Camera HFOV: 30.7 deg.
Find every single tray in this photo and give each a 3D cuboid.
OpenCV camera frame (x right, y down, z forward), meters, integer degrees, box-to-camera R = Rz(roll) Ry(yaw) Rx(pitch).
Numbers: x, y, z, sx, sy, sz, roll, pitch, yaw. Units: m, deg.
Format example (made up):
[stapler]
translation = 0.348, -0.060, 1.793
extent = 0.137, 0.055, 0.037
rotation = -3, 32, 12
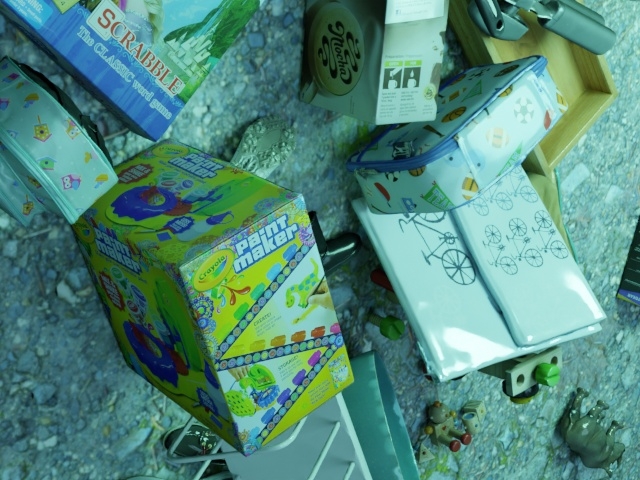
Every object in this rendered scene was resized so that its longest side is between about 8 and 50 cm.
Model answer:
[tray]
translation = 0.324, -0.317, 1.823
extent = 0.203, 0.076, 0.411
rotation = -47, 129, -16

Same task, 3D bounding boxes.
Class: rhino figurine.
[rhino figurine]
translation = 0.539, 0.390, 2.278
extent = 0.106, 0.073, 0.243
rotation = -55, 133, -14

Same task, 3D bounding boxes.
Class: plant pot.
[plant pot]
translation = 0.029, 0.326, 1.721
extent = 0.195, 0.290, 0.290
rotation = -17, 123, 6

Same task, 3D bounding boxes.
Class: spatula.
[spatula]
translation = 0.186, -0.384, 1.484
extent = 0.084, 0.030, 0.296
rotation = -46, 131, -23

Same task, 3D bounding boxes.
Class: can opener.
[can opener]
translation = 0.326, -0.329, 1.739
extent = 0.283, 0.076, 0.095
rotation = 14, 129, -43

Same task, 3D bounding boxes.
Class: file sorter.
[file sorter]
translation = -0.053, 0.337, 1.512
extent = 0.173, 0.193, 0.277
rotation = -57, 132, -59

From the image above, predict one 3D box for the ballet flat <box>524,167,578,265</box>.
[ballet flat]
translation = 0.385, -0.033, 1.998
extent = 0.073, 0.080, 0.232
rotation = -20, 120, -1

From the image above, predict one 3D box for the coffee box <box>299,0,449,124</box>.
[coffee box]
translation = 0.075, -0.318, 1.549
extent = 0.119, 0.168, 0.297
rotation = -9, 113, -38

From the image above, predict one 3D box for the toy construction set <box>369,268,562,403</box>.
[toy construction set]
translation = 0.252, 0.130, 1.824
extent = 0.309, 0.237, 0.257
rotation = 14, 97, -42

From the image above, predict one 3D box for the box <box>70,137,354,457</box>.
[box]
translation = -0.139, 0.059, 1.434
extent = 0.177, 0.290, 0.279
rotation = -32, 124, -26

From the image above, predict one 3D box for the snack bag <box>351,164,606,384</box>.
[snack bag]
translation = 0.237, 0.030, 1.758
extent = 0.342, 0.323, 0.037
rotation = -13, 159, -31

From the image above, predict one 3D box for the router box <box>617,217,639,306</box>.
[router box]
translation = 0.733, 0.016, 2.288
extent = 0.309, 0.081, 0.243
rotation = 6, 103, -41

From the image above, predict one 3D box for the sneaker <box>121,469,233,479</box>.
[sneaker]
translation = -0.150, 0.401, 1.649
extent = 0.282, 0.153, 0.099
rotation = 10, 101, -42

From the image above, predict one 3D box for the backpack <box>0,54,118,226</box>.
[backpack]
translation = -0.318, -0.101, 1.290
extent = 0.144, 0.188, 0.166
rotation = -45, 130, -18

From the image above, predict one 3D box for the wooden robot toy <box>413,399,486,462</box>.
[wooden robot toy]
translation = 0.219, 0.307, 1.982
extent = 0.173, 0.076, 0.079
rotation = -27, 112, -30

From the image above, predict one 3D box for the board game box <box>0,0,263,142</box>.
[board game box]
translation = -0.213, -0.334, 1.369
extent = 0.318, 0.066, 0.319
rotation = -55, 132, -9

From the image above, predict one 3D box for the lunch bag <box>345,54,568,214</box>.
[lunch bag]
translation = 0.186, -0.148, 1.668
extent = 0.303, 0.243, 0.115
rotation = -38, 110, -24

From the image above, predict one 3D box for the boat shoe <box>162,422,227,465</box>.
[boat shoe]
translation = -0.165, 0.295, 1.673
extent = 0.133, 0.042, 0.049
rotation = 18, 96, -41

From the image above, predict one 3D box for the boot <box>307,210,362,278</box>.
[boot]
translation = 0.000, 0.000, 1.696
extent = 0.121, 0.045, 0.099
rotation = -40, 125, -20

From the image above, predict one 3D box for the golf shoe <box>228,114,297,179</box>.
[golf shoe]
translation = -0.098, -0.098, 1.570
extent = 0.069, 0.086, 0.176
rotation = 40, 54, -4
